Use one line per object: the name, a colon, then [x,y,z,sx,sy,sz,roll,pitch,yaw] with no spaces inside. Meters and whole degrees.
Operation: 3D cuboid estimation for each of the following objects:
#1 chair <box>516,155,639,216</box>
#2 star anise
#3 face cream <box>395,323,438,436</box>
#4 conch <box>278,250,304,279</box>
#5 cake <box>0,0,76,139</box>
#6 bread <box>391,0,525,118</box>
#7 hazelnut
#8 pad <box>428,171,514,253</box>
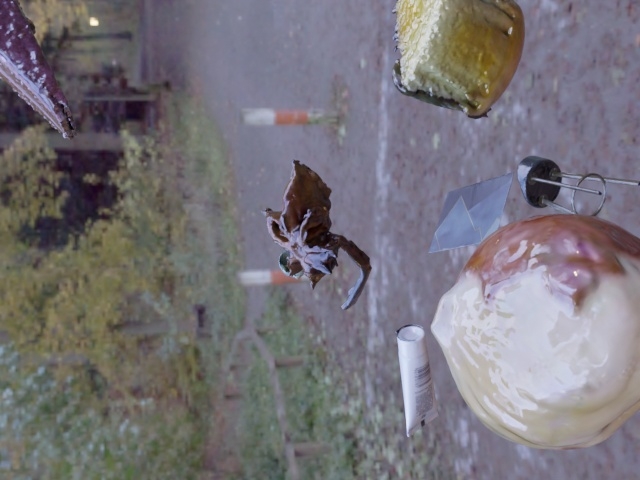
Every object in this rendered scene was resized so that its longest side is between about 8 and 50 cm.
chair: [0.440,-0.081,1.489,0.221,0.104,0.095,32,125,55]
star anise: [-0.006,0.009,1.709,0.237,0.148,0.346,17,143,55]
face cream: [0.198,0.284,1.724,0.058,0.092,0.244,25,134,47]
conch: [-0.079,0.070,2.356,0.057,0.076,0.085,99,159,-49]
cake: [-0.380,-0.240,0.974,0.295,0.112,0.116,54,166,1]
bread: [0.218,-0.321,1.298,0.162,0.204,0.262,-37,44,45]
hazelnut: [0.237,0.090,0.876,0.261,0.241,0.261,1,-90,-89]
pad: [0.326,-0.057,1.860,0.243,0.004,0.164,-15,52,62]
